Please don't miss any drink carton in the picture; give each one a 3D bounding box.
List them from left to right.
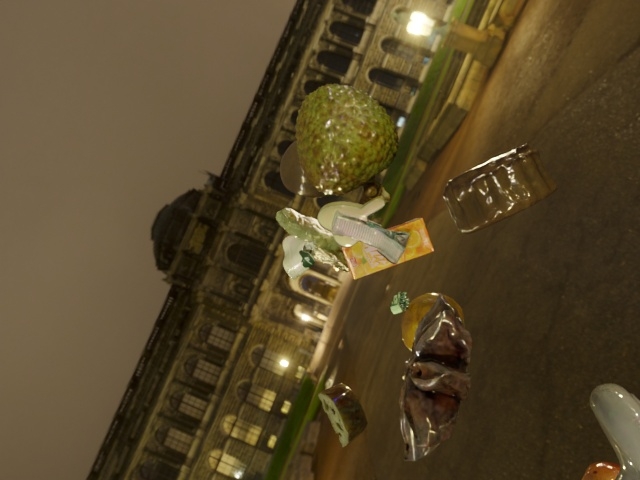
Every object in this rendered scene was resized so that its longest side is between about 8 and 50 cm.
[{"bbox_3d":[0.174,0.021,1.228,0.071,0.222,0.096,-86,-24,-87],"label":"drink carton"}]

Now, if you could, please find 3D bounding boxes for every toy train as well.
[{"bbox_3d":[0.247,0.192,1.447,0.033,0.053,0.083,64,-159,-17],"label":"toy train"}]

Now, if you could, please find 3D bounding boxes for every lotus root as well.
[{"bbox_3d":[0.097,0.689,1.853,0.119,0.235,0.138,-23,-2,-30],"label":"lotus root"}]

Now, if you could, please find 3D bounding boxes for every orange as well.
[{"bbox_3d":[0.439,0.342,1.819,0.279,0.235,0.279,-21,-66,-59],"label":"orange"}]

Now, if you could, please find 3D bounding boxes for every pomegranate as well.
[{"bbox_3d":[0.973,0.842,1.553,0.191,0.191,0.191,22,-90,-86],"label":"pomegranate"}]

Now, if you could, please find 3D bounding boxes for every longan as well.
[{"bbox_3d":[-0.050,-0.299,1.912,0.215,0.245,0.246,-87,13,-56],"label":"longan"}]

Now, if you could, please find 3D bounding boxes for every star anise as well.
[{"bbox_3d":[0.225,0.268,0.914,0.331,0.117,0.332,9,-90,-83],"label":"star anise"}]

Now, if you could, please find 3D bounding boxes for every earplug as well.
[{"bbox_3d":[0.482,0.381,0.694,0.214,0.175,0.326,36,-129,-43],"label":"earplug"}]

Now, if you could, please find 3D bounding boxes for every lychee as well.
[{"bbox_3d":[0.066,-0.232,1.158,0.270,0.320,0.270,-35,-22,-17],"label":"lychee"}]

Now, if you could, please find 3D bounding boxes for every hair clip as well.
[{"bbox_3d":[0.099,-0.034,1.077,0.071,0.218,0.159,-55,-15,-55],"label":"hair clip"}]

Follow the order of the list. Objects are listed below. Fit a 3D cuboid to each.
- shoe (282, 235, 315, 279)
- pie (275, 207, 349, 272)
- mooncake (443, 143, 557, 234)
[{"bbox_3d":[-0.066,0.041,1.631,0.110,0.095,0.265,-31,23,13],"label":"shoe"},{"bbox_3d":[-0.011,-0.005,2.244,0.181,0.418,0.395,-59,36,3],"label":"pie"},{"bbox_3d":[0.540,-0.158,1.440,0.323,0.187,0.324,-26,-2,-1],"label":"mooncake"}]
